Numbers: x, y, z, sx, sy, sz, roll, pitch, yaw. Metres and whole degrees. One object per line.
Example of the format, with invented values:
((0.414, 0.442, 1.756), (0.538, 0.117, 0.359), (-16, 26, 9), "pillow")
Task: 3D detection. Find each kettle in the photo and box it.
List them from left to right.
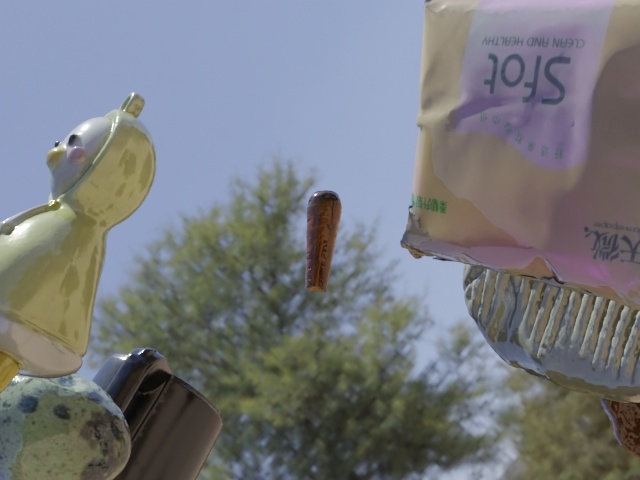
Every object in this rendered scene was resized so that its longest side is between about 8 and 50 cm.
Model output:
((-0.283, 0.295, 1.571), (0.308, 0.203, 0.262), (-60, -42, -21), "kettle")

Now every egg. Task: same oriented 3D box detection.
((-0.283, 0.205, 1.335), (0.141, 0.181, 0.141), (-44, -40, -52), "egg")

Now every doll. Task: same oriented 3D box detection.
((-0.219, 0.001, 1.034), (0.141, 0.117, 0.296), (-20, 48, 62), "doll")

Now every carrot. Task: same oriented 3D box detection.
((0.000, 0.000, 1.959), (0.055, 0.055, 0.162), (66, -149, -71), "carrot")

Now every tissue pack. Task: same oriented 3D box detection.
((0.180, -0.072, 0.878), (0.123, 0.256, 0.215), (-2, -81, -38), "tissue pack")

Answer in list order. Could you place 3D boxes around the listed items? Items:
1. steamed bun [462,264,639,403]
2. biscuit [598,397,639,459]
((0.347, 0.008, 1.360), (0.255, 0.367, 0.343), (8, -76, -40), "steamed bun")
((0.430, 0.084, 1.546), (0.074, 0.358, 0.381), (-62, -17, -78), "biscuit")
